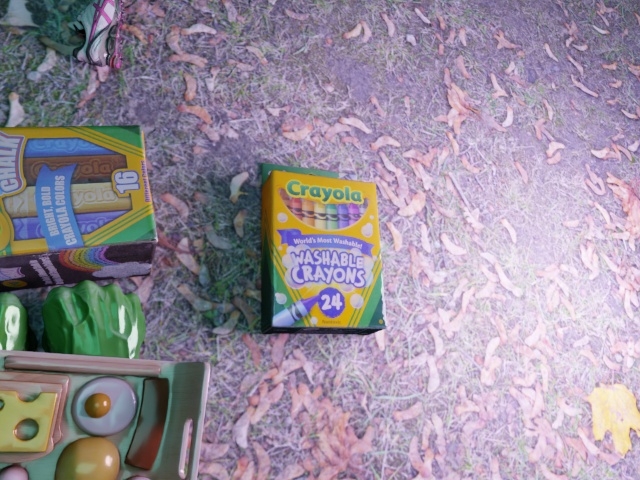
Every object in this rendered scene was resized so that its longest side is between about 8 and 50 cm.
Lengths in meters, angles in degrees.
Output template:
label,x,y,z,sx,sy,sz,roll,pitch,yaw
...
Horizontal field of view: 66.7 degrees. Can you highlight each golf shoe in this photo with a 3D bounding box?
label,x,y,z,sx,sy,sz,roll,pitch,yaw
golf shoe,-0.394,-0.397,0.866,0.085,0.067,0.186,2,71,-18

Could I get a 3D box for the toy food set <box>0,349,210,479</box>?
label,x,y,z,sx,sy,sz,roll,pitch,yaw
toy food set,-0.297,0.245,0.573,0.305,0.092,0.220,11,71,-23

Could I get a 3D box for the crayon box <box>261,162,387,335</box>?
label,x,y,z,sx,sy,sz,roll,pitch,yaw
crayon box,0.000,0.000,0.865,0.203,0.083,0.323,4,70,-19

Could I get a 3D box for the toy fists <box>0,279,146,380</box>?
label,x,y,z,sx,sy,sz,roll,pitch,yaw
toy fists,-0.387,0.134,0.666,0.279,0.096,0.142,-6,86,-24

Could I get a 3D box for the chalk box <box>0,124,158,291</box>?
label,x,y,z,sx,sy,sz,roll,pitch,yaw
chalk box,-0.390,-0.040,0.677,0.288,0.180,0.179,-5,73,-24
